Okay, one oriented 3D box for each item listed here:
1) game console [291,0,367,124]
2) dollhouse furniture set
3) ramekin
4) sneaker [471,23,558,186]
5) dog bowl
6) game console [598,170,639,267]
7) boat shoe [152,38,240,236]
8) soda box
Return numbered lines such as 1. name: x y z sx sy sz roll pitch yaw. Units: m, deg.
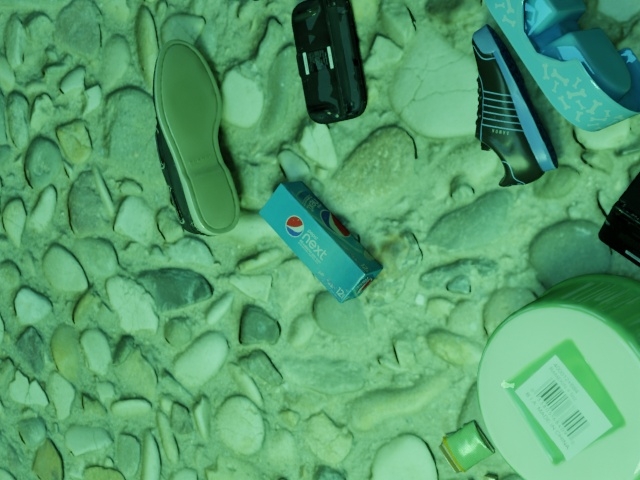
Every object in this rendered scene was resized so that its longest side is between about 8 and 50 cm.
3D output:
1. game console: -0.015 -0.366 1.505 0.213 0.044 0.362 -8 93 33
2. dollhouse furniture set: 0.240 0.364 1.456 0.076 0.058 0.152 -40 77 29
3. ramekin: 0.361 0.204 1.275 0.303 0.148 0.304 8 102 41
4. sneaker: 0.254 -0.189 1.348 0.090 0.081 0.232 -24 86 24
5. dog bowl: 0.321 -0.273 1.254 0.074 0.166 0.297 -40 77 41
6. game console: 0.462 -0.020 1.291 0.122 0.071 0.107 38 145 21
7. boat shoe: -0.230 -0.168 1.623 0.113 0.127 0.340 -16 92 55
8. soda box: 0.000 0.000 1.538 0.210 0.067 0.071 47 117 16
